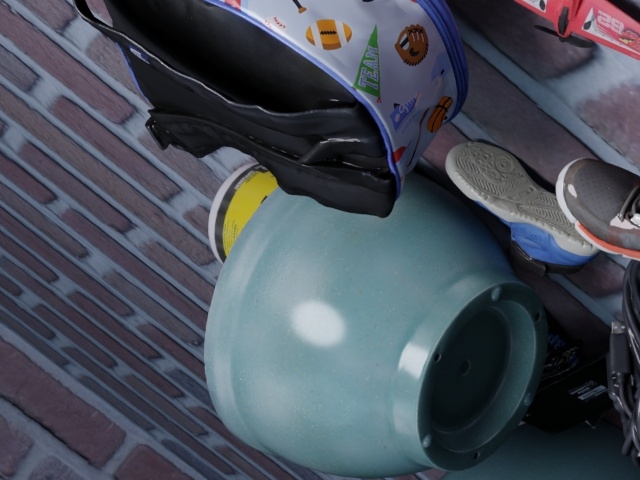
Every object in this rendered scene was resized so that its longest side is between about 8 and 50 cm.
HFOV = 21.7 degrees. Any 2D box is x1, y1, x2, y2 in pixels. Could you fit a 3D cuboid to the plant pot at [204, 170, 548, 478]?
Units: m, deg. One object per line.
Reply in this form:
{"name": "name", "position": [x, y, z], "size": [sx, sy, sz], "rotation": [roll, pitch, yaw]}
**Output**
{"name": "plant pot", "position": [0.071, 0.087, 1.455], "size": [0.196, 0.293, 0.293], "rotation": [24, 158, 41]}

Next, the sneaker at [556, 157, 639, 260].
{"name": "sneaker", "position": [0.232, -0.011, 1.107], "size": [0.158, 0.061, 0.065], "rotation": [33, 160, 5]}

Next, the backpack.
{"name": "backpack", "position": [-0.020, -0.149, 1.210], "size": [0.263, 0.213, 0.276], "rotation": [36, 169, 24]}

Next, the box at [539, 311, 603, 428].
{"name": "box", "position": [0.173, 0.099, 1.703], "size": [0.175, 0.051, 0.220], "rotation": [6, 146, 53]}

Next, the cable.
{"name": "cable", "position": [0.273, 0.099, 1.371], "size": [0.047, 0.184, 0.150], "rotation": [8, 139, -1]}

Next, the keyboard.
{"name": "keyboard", "position": [0.252, 0.127, 1.602], "size": [0.100, 0.038, 0.192], "rotation": [27, 141, -24]}

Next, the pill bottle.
{"name": "pill bottle", "position": [0.000, 0.000, 1.655], "size": [0.209, 0.119, 0.119], "rotation": [19, 155, 38]}

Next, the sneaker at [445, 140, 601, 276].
{"name": "sneaker", "position": [0.166, -0.021, 1.422], "size": [0.152, 0.058, 0.084], "rotation": [28, 152, 1]}

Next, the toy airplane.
{"name": "toy airplane", "position": [0.169, -0.174, 1.108], "size": [0.151, 0.028, 0.151], "rotation": [29, 160, 12]}

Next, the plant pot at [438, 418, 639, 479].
{"name": "plant pot", "position": [0.266, 0.300, 1.802], "size": [0.290, 0.195, 0.290], "rotation": [30, 160, 12]}
